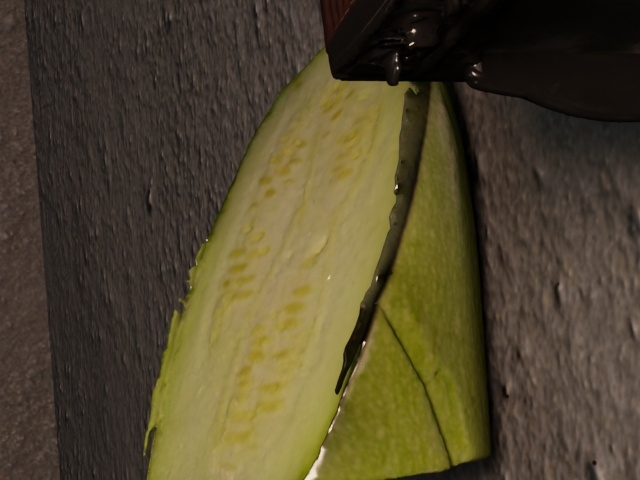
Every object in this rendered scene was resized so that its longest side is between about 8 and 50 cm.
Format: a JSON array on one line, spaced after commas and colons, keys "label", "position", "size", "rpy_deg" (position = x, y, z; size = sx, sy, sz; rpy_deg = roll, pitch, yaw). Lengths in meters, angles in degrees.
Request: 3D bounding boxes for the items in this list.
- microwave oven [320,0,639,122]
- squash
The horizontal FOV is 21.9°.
[{"label": "microwave oven", "position": [0.125, -0.166, 0.678], "size": [0.178, 0.247, 0.188], "rpy_deg": [125, 141, -63]}, {"label": "squash", "position": [0.000, 0.000, 1.078], "size": [0.233, 0.210, 0.309], "rpy_deg": [-15, 81, 55]}]
